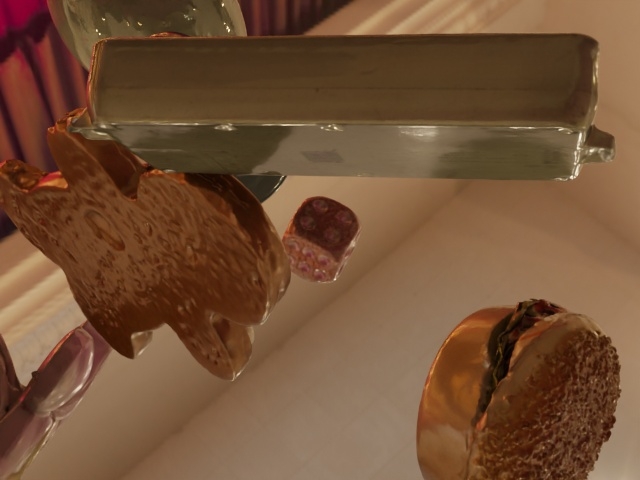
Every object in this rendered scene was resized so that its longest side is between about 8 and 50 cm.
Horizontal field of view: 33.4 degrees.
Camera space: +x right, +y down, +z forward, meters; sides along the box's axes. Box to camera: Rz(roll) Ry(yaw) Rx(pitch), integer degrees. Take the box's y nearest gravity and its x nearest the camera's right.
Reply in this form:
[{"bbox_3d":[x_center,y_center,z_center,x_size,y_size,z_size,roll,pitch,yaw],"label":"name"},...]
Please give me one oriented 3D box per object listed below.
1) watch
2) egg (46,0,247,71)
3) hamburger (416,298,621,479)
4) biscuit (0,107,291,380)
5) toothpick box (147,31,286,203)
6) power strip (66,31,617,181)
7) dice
[{"bbox_3d":[-0.340,0.135,0.947,0.217,0.211,0.248,36,-128,-6],"label":"watch"},{"bbox_3d":[-0.225,-0.301,1.450,0.229,0.371,0.230,-9,-116,19],"label":"egg"},{"bbox_3d":[0.246,0.215,1.289,0.170,0.302,0.302,14,-128,39],"label":"hamburger"},{"bbox_3d":[-0.118,0.003,0.753,0.047,0.339,0.216,-43,-76,-29],"label":"biscuit"},{"bbox_3d":[-0.116,-0.117,1.012,0.120,0.120,0.184,-28,-131,-19],"label":"toothpick box"},{"bbox_3d":[0.012,-0.064,0.543,0.270,0.118,0.046,1,-99,11],"label":"power strip"},{"bbox_3d":[0.000,0.000,1.524,0.093,0.094,0.091,26,-130,8],"label":"dice"}]
